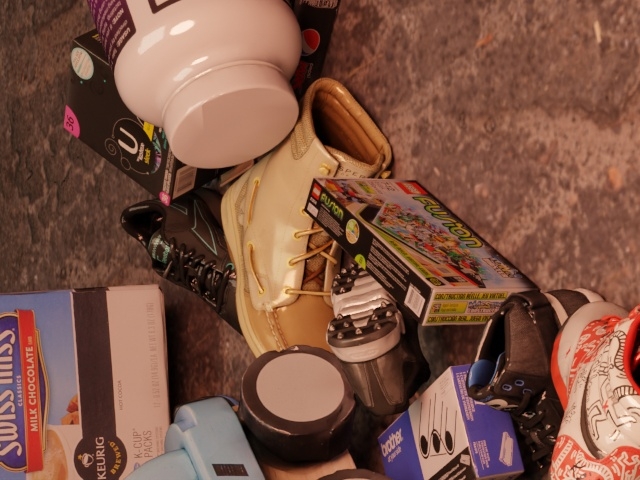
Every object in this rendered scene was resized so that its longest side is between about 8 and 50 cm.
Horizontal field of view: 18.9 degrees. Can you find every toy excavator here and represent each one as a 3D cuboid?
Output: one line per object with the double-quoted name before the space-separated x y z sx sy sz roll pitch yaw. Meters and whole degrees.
"toy excavator" -0.129 0.347 1.639 0.222 0.445 0.433 94 156 -47

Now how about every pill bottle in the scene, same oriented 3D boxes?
"pill bottle" -0.129 -0.233 1.830 0.181 0.181 0.323 -52 49 44

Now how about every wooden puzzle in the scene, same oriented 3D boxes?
"wooden puzzle" -0.089 -0.099 2.025 0.116 0.014 0.078 -18 71 56

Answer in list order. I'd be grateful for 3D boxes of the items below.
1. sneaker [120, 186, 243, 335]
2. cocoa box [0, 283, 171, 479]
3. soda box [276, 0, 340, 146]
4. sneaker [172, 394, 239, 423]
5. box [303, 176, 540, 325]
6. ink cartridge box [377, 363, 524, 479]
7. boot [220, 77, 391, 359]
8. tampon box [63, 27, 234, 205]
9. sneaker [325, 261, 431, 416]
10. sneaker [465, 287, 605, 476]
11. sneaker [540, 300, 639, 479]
"sneaker" -0.115 0.034 1.981 0.267 0.106 0.101 43 124 47
"cocoa box" -0.322 0.183 2.131 0.347 0.228 0.231 159 108 -68
"soda box" -0.034 -0.179 1.900 0.060 0.053 0.169 44 125 49
"sneaker" -0.091 0.200 1.963 0.188 0.078 0.067 14 102 56
"box" 0.084 0.007 1.660 0.207 0.114 0.036 44 126 48
"ink cartridge box" 0.108 0.182 1.638 0.207 0.046 0.097 125 136 -63
"boot" 0.000 0.000 1.814 0.203 0.095 0.262 -51 44 43
"tampon box" -0.171 -0.139 1.973 0.161 0.101 0.120 35 135 24
"sneaker" 0.055 0.083 1.673 0.234 0.078 0.106 -72 -34 -69
"sneaker" 0.170 0.147 1.516 0.079 0.121 0.216 -16 76 57
"sneaker" 0.228 0.091 1.372 0.145 0.090 0.270 -61 3 33
